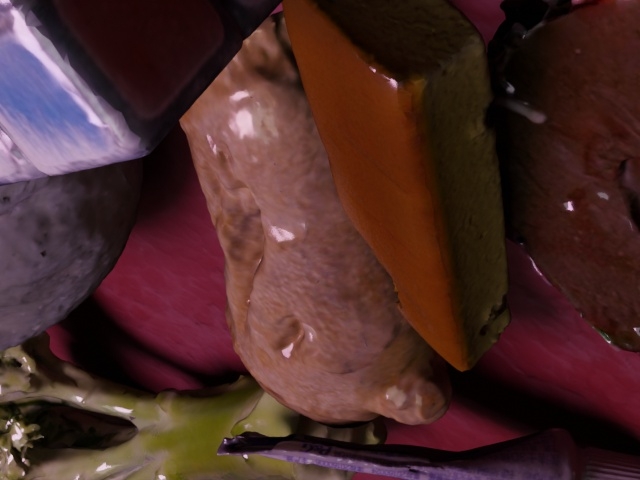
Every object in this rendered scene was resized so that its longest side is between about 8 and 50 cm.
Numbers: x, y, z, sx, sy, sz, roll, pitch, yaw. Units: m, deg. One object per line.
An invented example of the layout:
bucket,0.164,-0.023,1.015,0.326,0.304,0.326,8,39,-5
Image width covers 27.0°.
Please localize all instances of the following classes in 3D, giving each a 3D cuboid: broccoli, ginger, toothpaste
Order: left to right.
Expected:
broccoli,-0.103,0.216,1.115,0.397,0.275,0.353,-4,152,20
ginger,0.000,0.000,0.758,0.190,0.126,0.354,48,162,38
toothpaste,0.079,0.146,0.855,0.282,0.068,0.099,5,146,4

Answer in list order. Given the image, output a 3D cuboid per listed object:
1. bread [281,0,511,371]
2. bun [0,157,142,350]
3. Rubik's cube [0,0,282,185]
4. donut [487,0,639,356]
bread,0.041,-0.029,0.595,0.088,0.049,0.226,45,164,31
bun,-0.290,-0.068,0.873,0.362,0.211,0.362,27,147,19
Rubik's cube,-0.142,-0.189,0.527,0.256,0.253,0.259,-7,127,48
donut,0.191,-0.030,0.557,0.269,0.103,0.270,27,147,20
